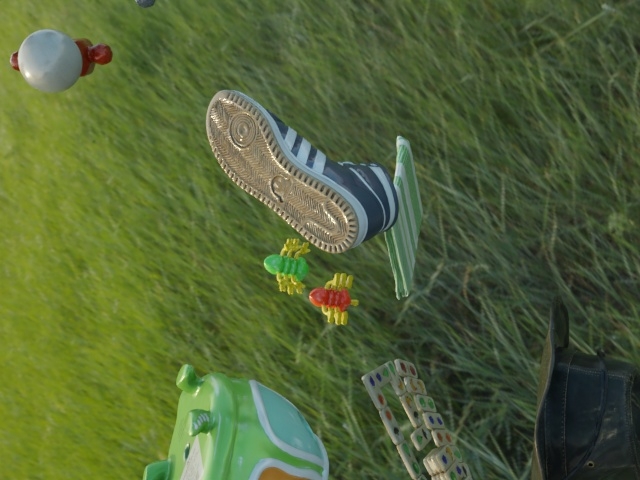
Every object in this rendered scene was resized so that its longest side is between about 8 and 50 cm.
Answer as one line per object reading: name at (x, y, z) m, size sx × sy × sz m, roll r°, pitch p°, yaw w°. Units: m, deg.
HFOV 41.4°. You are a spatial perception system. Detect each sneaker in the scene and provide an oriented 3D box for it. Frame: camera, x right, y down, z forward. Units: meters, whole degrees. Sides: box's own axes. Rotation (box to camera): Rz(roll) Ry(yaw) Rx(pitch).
sneaker at (-0.018, -0.096, 1.113) m, size 0.282 × 0.153 × 0.099 m, roll 44°, pitch 121°, yaw 20°

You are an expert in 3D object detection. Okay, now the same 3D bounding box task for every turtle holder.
turtle holder at (-0.128, 0.325, 1.258) m, size 0.320 × 0.227 × 0.243 m, roll 163°, pitch 121°, yaw -68°

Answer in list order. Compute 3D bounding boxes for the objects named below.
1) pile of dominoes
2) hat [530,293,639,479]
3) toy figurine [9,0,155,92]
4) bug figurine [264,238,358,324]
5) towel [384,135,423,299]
pile of dominoes at (0.174, 0.302, 1.369) m, size 0.040 × 0.196 × 0.251 m, roll -30°, pitch 83°, yaw 25°
hat at (0.340, 0.235, 1.047) m, size 0.134 × 0.331 × 0.331 m, roll 3°, pitch 59°, yaw 19°
toy figurine at (-0.268, -0.272, 0.824) m, size 0.209 × 0.213 × 0.148 m, roll -46°, pitch 14°, yaw 7°
bug figurine at (0.000, 0.000, 1.484) m, size 0.072 × 0.216 × 0.279 m, roll 1°, pitch 77°, yaw 48°
towel at (0.190, -0.059, 1.960) m, size 0.038 × 0.248 × 0.325 m, roll -2°, pitch 41°, yaw 16°
